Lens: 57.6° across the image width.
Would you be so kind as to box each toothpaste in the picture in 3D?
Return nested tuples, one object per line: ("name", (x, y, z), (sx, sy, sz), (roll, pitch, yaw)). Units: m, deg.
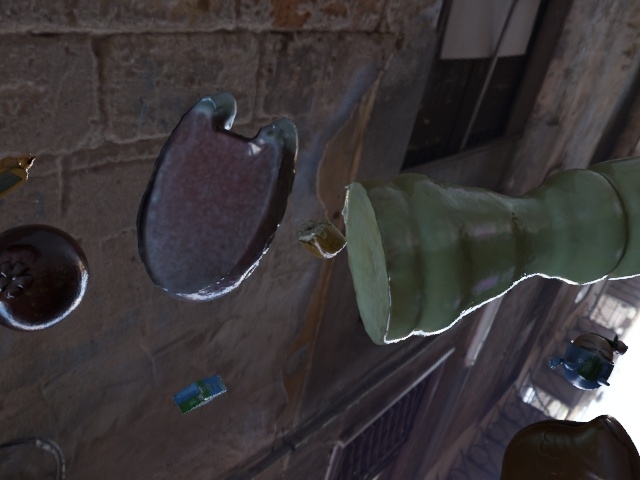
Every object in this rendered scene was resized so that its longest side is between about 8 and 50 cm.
("toothpaste", (-0.291, 0.374, 1.426), (0.065, 0.267, 0.050), (-30, -99, -4))

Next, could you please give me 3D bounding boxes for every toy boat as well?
("toy boat", (-0.109, -0.039, 0.635), (0.155, 0.227, 0.085), (26, -174, 16))

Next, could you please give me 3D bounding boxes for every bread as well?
("bread", (0.000, 0.000, 1.575), (0.125, 0.106, 0.082), (-14, -151, 53))

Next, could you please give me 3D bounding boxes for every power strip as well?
("power strip", (-0.565, -0.099, 1.007), (0.028, 0.178, 0.049), (63, -171, 27))

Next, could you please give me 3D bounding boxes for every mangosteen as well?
("mangosteen", (-0.575, 0.073, 1.186), (0.215, 0.215, 0.257), (8, 178, -8))

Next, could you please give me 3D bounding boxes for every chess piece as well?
("chess piece", (0.269, -0.004, 0.824), (0.442, 0.234, 0.234), (-10, -148, -8))

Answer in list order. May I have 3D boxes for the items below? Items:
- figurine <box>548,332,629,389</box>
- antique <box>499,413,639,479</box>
("figurine", (0.582, 0.253, 1.264), (0.114, 0.144, 0.178), (40, 178, 19))
("antique", (0.446, 0.430, 1.048), (0.129, 0.278, 0.223), (12, -149, -49))
